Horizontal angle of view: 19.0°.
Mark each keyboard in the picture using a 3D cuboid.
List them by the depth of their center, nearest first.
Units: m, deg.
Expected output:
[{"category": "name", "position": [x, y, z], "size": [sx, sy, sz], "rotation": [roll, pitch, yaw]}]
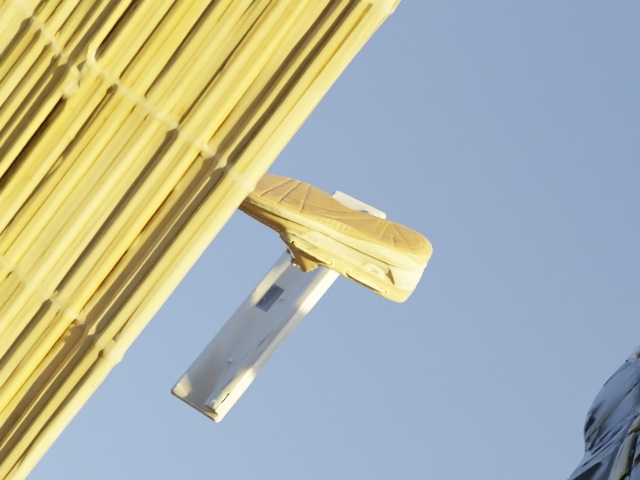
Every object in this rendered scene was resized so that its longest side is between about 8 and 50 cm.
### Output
[{"category": "keyboard", "position": [-0.040, 0.059, 1.805], "size": [0.072, 0.256, 0.014], "rotation": [25, -20, 47]}]

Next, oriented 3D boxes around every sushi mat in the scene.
[{"category": "sushi mat", "position": [-0.109, -0.007, 0.608], "size": [0.151, 0.316, 0.019], "rotation": [43, 11, 26]}]

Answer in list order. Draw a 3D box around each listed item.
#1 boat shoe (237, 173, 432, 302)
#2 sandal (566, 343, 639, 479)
[{"category": "boat shoe", "position": [0.000, 0.000, 1.484], "size": [0.170, 0.063, 0.059], "rotation": [24, -64, 14]}, {"category": "sandal", "position": [0.178, 0.125, 0.952], "size": [0.086, 0.303, 0.120], "rotation": [42, -55, -4]}]
